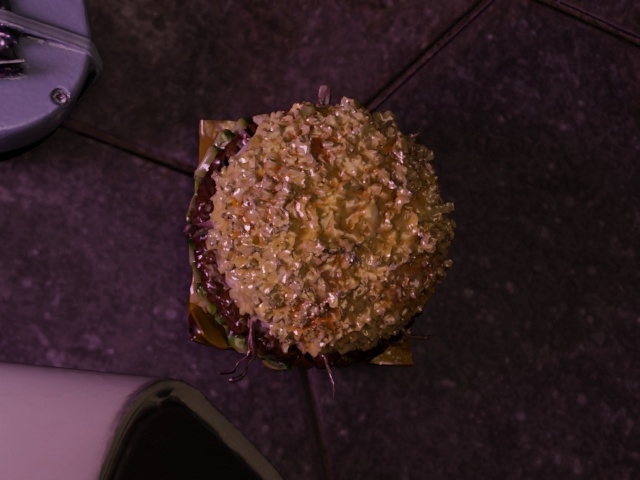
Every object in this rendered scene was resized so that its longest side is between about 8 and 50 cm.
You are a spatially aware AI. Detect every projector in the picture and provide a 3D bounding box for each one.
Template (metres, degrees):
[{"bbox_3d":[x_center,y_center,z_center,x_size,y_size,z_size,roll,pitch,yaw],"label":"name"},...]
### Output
[{"bbox_3d":[-0.195,0.224,0.852,0.248,0.249,0.249,55,45,-49],"label":"projector"}]

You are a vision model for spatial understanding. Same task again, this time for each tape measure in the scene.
[{"bbox_3d":[-0.268,-0.157,1.023,0.182,0.107,0.181,-14,80,-23],"label":"tape measure"}]

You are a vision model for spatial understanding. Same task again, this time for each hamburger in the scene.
[{"bbox_3d":[0.000,0.000,1.075,0.243,0.138,0.262,4,80,-20],"label":"hamburger"}]
